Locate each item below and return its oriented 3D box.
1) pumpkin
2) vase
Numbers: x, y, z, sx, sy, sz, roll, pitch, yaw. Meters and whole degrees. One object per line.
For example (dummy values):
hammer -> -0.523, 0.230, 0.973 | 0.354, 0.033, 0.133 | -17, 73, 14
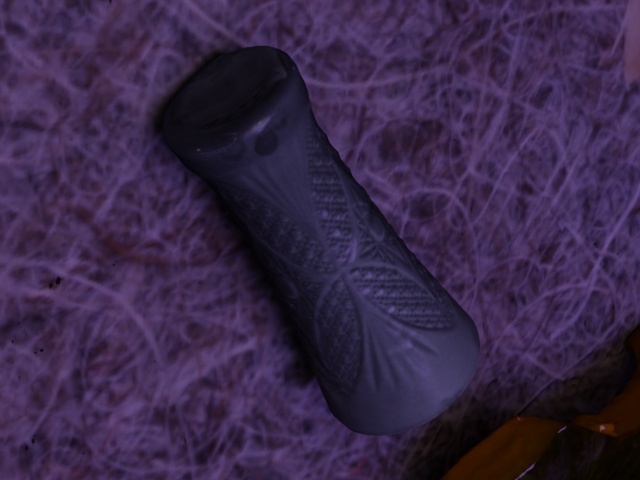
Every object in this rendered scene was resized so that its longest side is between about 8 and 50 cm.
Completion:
pumpkin -> 0.150, 0.194, 1.092 | 0.258, 0.095, 0.290 | 1, 110, -46
vase -> 0.000, 0.000, 0.885 | 0.096, 0.096, 0.219 | -46, 129, -17
